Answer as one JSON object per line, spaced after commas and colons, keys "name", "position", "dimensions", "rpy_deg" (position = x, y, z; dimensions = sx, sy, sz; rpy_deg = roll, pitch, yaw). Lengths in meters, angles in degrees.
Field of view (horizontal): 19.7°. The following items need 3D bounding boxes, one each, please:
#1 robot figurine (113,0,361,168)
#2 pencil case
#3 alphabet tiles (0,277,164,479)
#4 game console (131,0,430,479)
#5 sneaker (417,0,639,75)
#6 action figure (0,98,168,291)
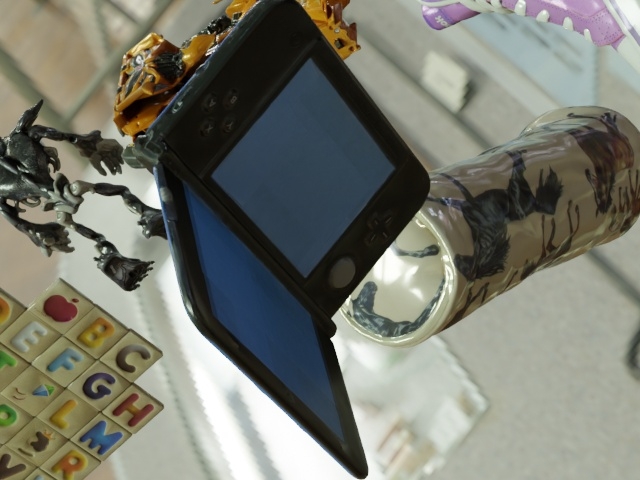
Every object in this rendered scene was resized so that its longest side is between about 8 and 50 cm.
{"name": "robot figurine", "position": [-0.095, -0.186, 1.868], "dimensions": [0.291, 0.085, 0.211], "rpy_deg": [-26, 33, 19]}
{"name": "pencil case", "position": [0.171, -0.021, 1.898], "dimensions": [0.183, 0.160, 0.410], "rpy_deg": [-23, 1, 43]}
{"name": "alphabet tiles", "position": [-0.372, 0.200, 2.265], "dimensions": [0.342, 0.285, 0.011], "rpy_deg": [-42, 29, 16]}
{"name": "game console", "position": [0.000, 0.000, 1.444], "dimensions": [0.173, 0.293, 0.250], "rpy_deg": [33, 79, 41]}
{"name": "sneaker", "position": [0.163, -0.183, 1.358], "dimensions": [0.161, 0.102, 0.282], "rpy_deg": [-47, 61, 26]}
{"name": "action figure", "position": [-0.294, -0.052, 2.154], "dimensions": [0.164, 0.275, 0.141], "rpy_deg": [-57, -20, 3]}
